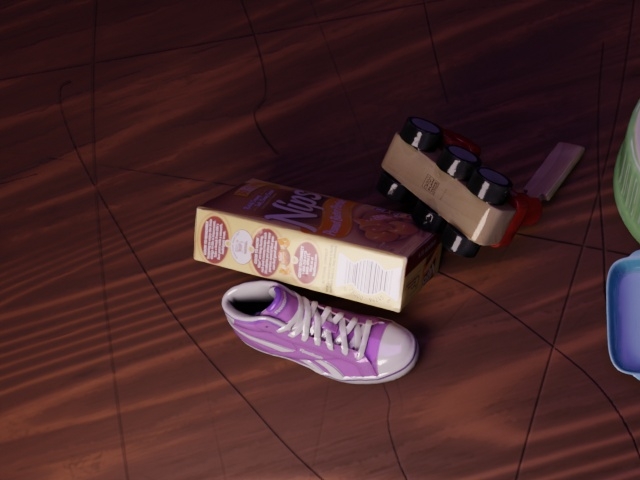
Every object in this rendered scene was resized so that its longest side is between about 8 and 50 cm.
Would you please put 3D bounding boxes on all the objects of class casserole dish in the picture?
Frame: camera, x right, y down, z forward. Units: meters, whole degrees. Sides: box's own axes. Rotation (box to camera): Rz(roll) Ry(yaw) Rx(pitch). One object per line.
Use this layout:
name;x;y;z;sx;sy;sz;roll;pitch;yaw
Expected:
casserole dish;0.449;0.105;1.473;0.114;0.037;0.188;-2;70;16

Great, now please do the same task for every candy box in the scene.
candy box;0.000;0.000;1.552;0.317;0.183;0.087;14;111;19

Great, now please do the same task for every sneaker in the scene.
sneaker;-0.007;0.125;1.518;0.282;0.161;0.102;8;68;16

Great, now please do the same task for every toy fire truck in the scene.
toy fire truck;0.244;-0.096;1.570;0.217;0.246;0.158;42;120;36

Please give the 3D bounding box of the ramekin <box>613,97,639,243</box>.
ramekin;0.557;-0.111;1.478;0.303;0.148;0.303;-5;66;12
